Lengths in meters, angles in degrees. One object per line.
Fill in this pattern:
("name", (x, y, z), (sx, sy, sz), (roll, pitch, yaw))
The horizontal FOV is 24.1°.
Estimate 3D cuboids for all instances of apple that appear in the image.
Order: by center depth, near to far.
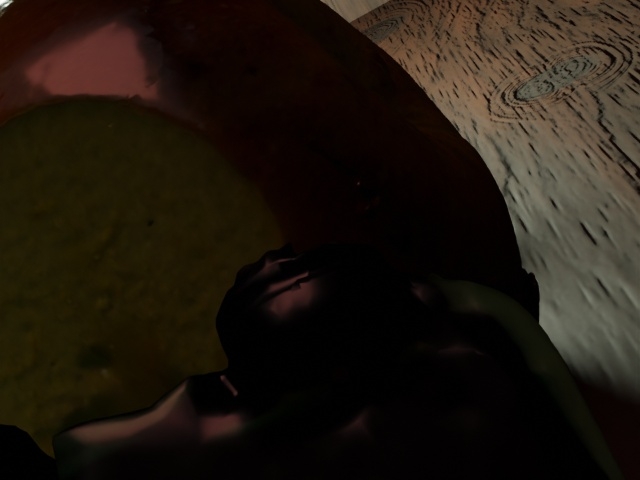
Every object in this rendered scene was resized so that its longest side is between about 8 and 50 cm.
("apple", (-0.079, 0.024, 0.874), (0.374, 0.374, 0.384), (-32, 54, -8))

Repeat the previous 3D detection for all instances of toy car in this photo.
("toy car", (-0.056, 0.161, 0.555), (0.359, 0.213, 0.176), (-26, -20, 0))
